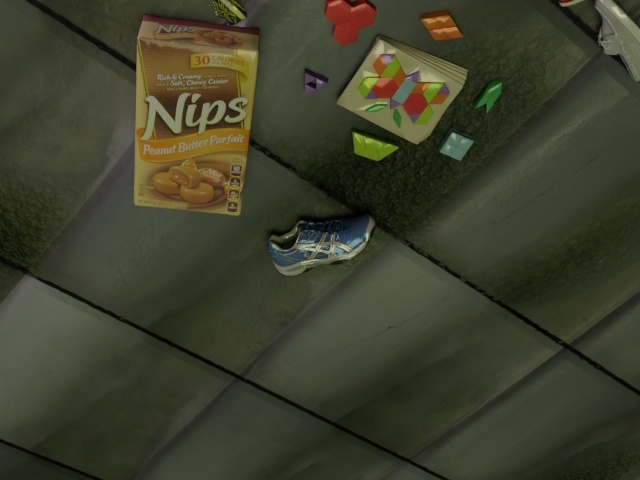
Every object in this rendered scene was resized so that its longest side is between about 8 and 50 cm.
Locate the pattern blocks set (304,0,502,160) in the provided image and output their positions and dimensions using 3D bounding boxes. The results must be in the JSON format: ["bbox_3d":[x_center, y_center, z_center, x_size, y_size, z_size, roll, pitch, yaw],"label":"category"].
[{"bbox_3d":[0.133,-0.249,1.399,0.325,0.026,0.285,11,128,-12],"label":"pattern blocks set"}]

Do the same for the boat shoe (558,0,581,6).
[{"bbox_3d":[0.418,-0.400,1.279,0.137,0.049,0.043,-20,126,19],"label":"boat shoe"}]

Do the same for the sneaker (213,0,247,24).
[{"bbox_3d":[-0.151,-0.357,1.290,0.035,0.031,0.083,-38,122,25],"label":"sneaker"}]

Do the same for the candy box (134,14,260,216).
[{"bbox_3d":[-0.205,-0.195,1.384,0.183,0.087,0.316,5,129,-7],"label":"candy box"}]

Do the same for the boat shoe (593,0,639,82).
[{"bbox_3d":[0.474,-0.318,1.344,0.063,0.066,0.184,-38,132,23],"label":"boat shoe"}]

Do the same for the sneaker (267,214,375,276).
[{"bbox_3d":[0.000,0.000,1.561,0.211,0.080,0.081,-23,130,13],"label":"sneaker"}]
